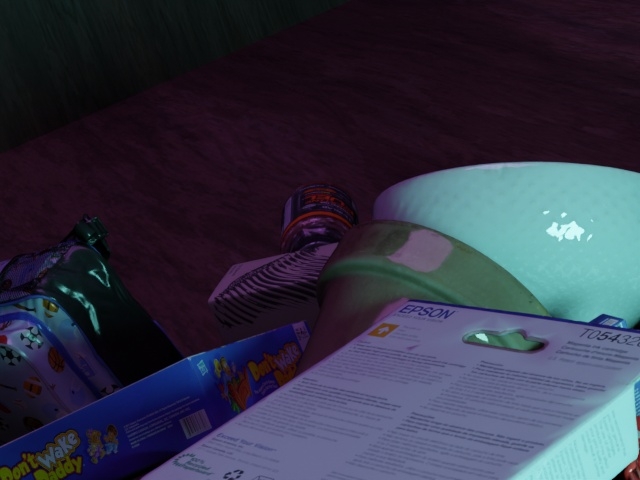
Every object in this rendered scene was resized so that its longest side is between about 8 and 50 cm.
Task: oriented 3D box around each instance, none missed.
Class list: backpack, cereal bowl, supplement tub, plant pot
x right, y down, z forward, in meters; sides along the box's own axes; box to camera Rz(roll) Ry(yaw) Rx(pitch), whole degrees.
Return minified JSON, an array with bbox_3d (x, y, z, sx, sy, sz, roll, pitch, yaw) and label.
[{"bbox_3d":[-0.311,0.137,2.102,0.263,0.276,0.213,-7,30,50],"label":"backpack"},{"bbox_3d":[0.216,0.036,1.849,0.338,0.141,0.339,3,-16,1],"label":"cereal bowl"},{"bbox_3d":[0.000,0.000,2.353,0.106,0.106,0.198,-18,20,6],"label":"supplement tub"},{"bbox_3d":[0.072,0.147,1.718,0.263,0.263,0.229,2,46,47],"label":"plant pot"}]

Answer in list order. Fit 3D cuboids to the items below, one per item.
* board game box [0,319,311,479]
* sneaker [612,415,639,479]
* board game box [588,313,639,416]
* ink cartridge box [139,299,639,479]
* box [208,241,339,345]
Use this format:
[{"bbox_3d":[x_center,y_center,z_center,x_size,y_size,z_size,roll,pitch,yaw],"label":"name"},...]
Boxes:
[{"bbox_3d":[-0.189,0.196,1.819,0.347,0.078,0.233,-26,-6,27],"label":"board game box"},{"bbox_3d":[0.255,0.210,1.512,0.107,0.118,0.279,-13,21,19],"label":"sneaker"},{"bbox_3d":[0.209,0.172,1.635,0.201,0.136,0.035,-28,21,-24],"label":"board game box"},{"bbox_3d":[0.076,0.162,1.436,0.330,0.071,0.324,-30,23,-34],"label":"ink cartridge box"},{"bbox_3d":[0.013,0.064,2.180,0.275,0.094,0.113,-13,21,21],"label":"box"}]
